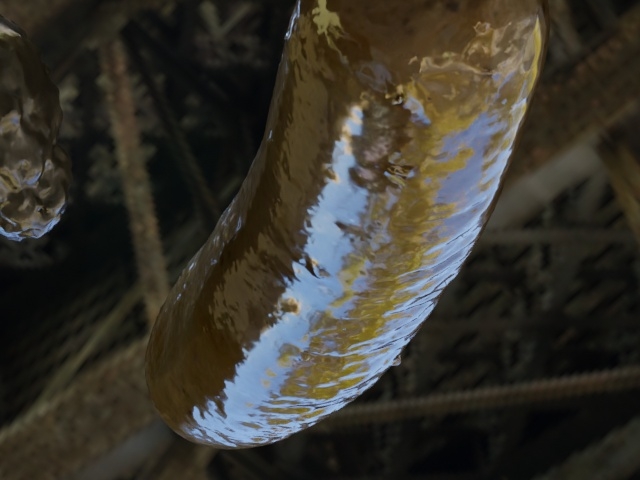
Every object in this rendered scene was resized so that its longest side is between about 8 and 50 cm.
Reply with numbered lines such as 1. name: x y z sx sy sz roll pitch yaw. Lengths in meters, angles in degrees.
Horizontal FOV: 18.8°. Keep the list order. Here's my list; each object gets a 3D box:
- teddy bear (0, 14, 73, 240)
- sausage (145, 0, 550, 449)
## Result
1. teddy bear: -0.196 -0.036 0.752 0.190 0.177 0.140 -24 175 -20
2. sausage: 0.002 0.002 1.010 0.123 0.136 0.501 -52 175 -32
